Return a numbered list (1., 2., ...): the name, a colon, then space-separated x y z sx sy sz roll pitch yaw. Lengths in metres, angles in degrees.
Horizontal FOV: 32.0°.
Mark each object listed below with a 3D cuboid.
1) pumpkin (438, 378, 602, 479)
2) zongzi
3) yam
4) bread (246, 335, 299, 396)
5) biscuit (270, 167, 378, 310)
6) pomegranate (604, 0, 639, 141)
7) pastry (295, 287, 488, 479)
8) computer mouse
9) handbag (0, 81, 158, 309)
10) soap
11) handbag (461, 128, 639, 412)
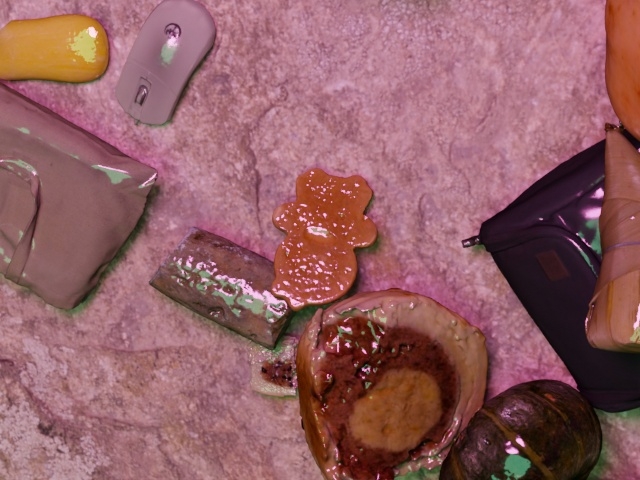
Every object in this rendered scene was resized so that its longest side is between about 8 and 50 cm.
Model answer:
1. pumpkin: 0.242 0.266 1.363 0.157 0.224 0.223 45 112 25
2. zongzi: 0.394 0.008 1.177 0.228 0.115 0.256 10 66 -16
3. yam: -0.121 0.056 1.446 0.194 0.107 0.107 26 109 6
4. bread: -0.064 0.167 1.499 0.070 0.035 0.083 6 109 12
5. biscuit: 0.005 -0.002 1.399 0.134 0.027 0.184 0 75 0
6. pomegranate: 0.493 -0.215 1.103 0.412 0.411 0.411 3 106 12
7. pastry: 0.074 0.172 1.403 0.237 0.170 0.255 -16 110 -25
8. computer mouse: -0.204 -0.222 1.414 0.089 0.056 0.181 34 110 7
9. handbag: -0.388 -0.070 1.470 0.316 0.109 0.253 30 114 3
10. soap: -0.354 -0.250 1.450 0.169 0.033 0.089 4 104 12
11. handbag: 0.342 0.054 1.300 0.275 0.178 0.301 -30 97 18
